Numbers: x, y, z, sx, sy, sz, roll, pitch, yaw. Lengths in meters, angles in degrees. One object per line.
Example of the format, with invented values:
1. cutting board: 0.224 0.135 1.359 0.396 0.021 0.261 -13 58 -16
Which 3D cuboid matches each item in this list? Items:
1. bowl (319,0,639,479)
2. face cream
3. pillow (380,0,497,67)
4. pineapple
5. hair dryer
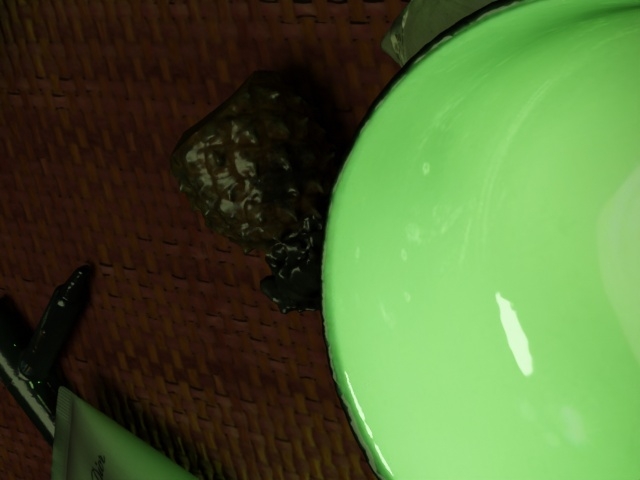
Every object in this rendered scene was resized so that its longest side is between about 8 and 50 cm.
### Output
1. bowl: 0.194 0.026 0.719 0.354 0.185 0.354 13 114 30
2. face cream: -0.127 0.254 1.258 0.314 0.089 0.143 29 126 30
3. pillow: 0.135 -0.140 0.802 0.148 0.050 0.230 43 137 6
4. pineapple: 0.000 0.000 0.978 0.237 0.111 0.119 51 171 -5
5. hair dryer: -0.238 0.102 1.309 0.173 0.050 0.195 53 135 1
